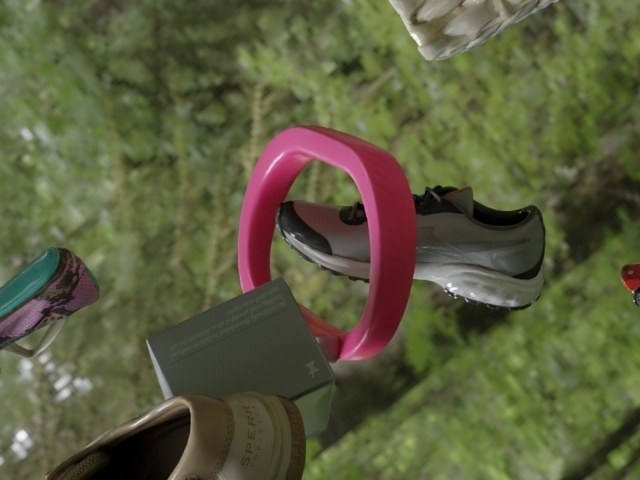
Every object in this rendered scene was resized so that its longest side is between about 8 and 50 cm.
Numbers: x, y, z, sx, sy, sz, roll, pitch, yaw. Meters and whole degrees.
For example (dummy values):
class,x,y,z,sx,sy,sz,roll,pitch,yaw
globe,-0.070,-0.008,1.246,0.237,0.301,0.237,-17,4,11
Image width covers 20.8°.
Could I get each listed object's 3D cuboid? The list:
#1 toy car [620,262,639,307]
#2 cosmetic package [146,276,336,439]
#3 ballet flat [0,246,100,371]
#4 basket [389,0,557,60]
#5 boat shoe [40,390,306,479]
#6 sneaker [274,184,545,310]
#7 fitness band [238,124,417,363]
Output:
class,x,y,z,sx,sy,sz,roll,pitch,yaw
toy car,0.446,0.123,1.967,0.225,0.053,0.239,12,-135,-60
cosmetic package,-0.064,0.123,1.447,0.107,0.127,0.238,63,170,16
ballet flat,-0.291,0.085,1.557,0.079,0.221,0.077,50,-163,-33
basket,0.154,-0.355,1.390,0.328,0.331,0.266,58,-167,-5
boat shoe,-0.159,0.195,1.293,0.110,0.341,0.122,17,-132,-40
sneaker,0.091,-0.012,1.712,0.271,0.108,0.100,9,-158,0
fitness band,0.000,0.000,1.655,0.054,0.209,0.291,5,-169,-28
